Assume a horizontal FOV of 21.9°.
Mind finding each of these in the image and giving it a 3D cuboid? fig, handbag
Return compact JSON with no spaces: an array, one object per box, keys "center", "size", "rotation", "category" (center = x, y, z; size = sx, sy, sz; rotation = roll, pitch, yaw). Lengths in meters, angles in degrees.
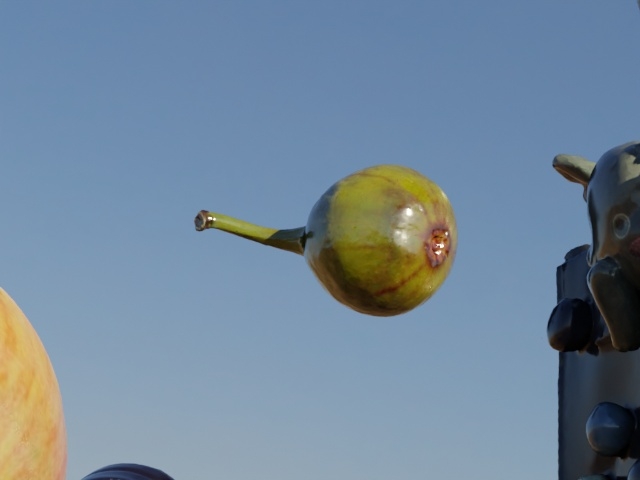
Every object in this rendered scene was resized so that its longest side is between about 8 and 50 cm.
[{"center":[0.000,0.000,1.355],"size":[0.236,0.124,0.124],"rotation":[1,-16,33],"category":"fig"},{"center":[0.219,0.048,0.966],"size":[0.118,0.269,0.326],"rotation":[3,-23,-13],"category":"handbag"}]

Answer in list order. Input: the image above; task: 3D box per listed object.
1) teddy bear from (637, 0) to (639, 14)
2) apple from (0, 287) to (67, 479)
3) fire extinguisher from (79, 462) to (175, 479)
[{"center":[0.200,-0.182,0.669],"size":[0.140,0.190,0.177],"rotation":[0,18,23],"category":"teddy bear"},{"center":[-0.195,0.087,0.609],"size":[0.209,0.210,0.164],"rotation":[12,13,-21],"category":"apple"},{"center":[-0.166,0.199,0.925],"size":[0.102,0.138,0.344],"rotation":[-42,-3,12],"category":"fire extinguisher"}]
